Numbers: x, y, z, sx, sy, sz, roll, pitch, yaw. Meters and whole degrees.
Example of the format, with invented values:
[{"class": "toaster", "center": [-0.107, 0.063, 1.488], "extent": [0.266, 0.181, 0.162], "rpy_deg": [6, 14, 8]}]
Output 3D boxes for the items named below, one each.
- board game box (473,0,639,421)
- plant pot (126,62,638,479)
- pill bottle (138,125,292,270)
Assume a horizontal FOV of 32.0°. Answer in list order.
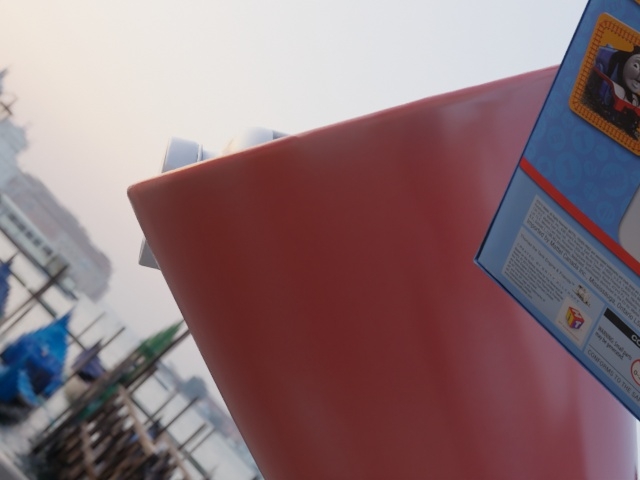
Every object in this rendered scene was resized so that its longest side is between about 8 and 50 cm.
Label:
[{"class": "board game box", "center": [0.136, -0.028, 0.297], "extent": [0.160, 0.039, 0.212], "rpy_deg": [48, -43, 34]}, {"class": "plant pot", "center": [0.056, 0.046, 0.631], "extent": [0.275, 0.274, 0.243], "rpy_deg": [-179, -107, -76]}, {"class": "pill bottle", "center": [0.000, 0.000, 1.054], "extent": [0.322, 0.182, 0.181], "rpy_deg": [14, -5, -11]}]
